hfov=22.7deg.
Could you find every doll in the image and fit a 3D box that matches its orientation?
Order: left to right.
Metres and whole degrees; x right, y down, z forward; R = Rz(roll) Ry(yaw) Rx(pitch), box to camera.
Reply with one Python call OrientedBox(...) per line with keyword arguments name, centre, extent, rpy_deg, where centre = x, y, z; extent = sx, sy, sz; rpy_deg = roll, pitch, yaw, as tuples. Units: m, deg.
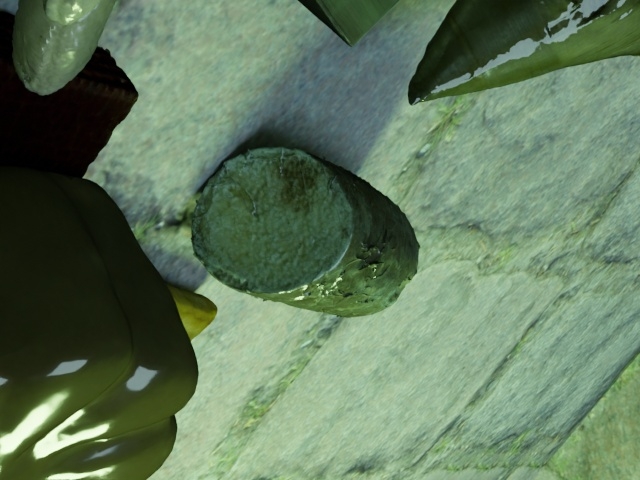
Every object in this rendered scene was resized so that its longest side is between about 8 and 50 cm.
OrientedBox(name="doll", centre=(-0.115, -0.217, 0.988), extent=(0.149, 0.175, 0.278), rpy_deg=(-2, 142, -32))

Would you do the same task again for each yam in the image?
OrientedBox(name="yam", centre=(0.000, 0.000, 1.520), extent=(0.154, 0.154, 0.254), rpy_deg=(-49, 152, 8))

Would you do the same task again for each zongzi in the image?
OrientedBox(name="zongzi", centre=(0.255, -0.218, 1.548), extent=(0.393, 0.174, 0.356), rpy_deg=(-45, 159, 0))

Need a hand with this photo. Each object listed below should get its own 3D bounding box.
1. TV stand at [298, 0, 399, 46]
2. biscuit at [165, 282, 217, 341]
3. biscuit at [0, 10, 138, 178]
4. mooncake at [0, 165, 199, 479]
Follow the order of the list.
OrientedBox(name="TV stand", centre=(-0.016, -0.246, 1.181), extent=(0.083, 0.088, 0.269), rpy_deg=(-44, 155, 0))
OrientedBox(name="biscuit", centre=(-0.189, 0.103, 1.503), extent=(0.174, 0.039, 0.183), rpy_deg=(-51, 154, 9))
OrientedBox(name="biscuit", centre=(-0.267, -0.103, 1.032), extent=(0.107, 0.073, 0.388), rpy_deg=(-51, 155, 16))
OrientedBox(name="mooncake", centre=(-0.272, 0.122, 1.136), extent=(0.378, 0.200, 0.378), rpy_deg=(-28, 160, -11))
